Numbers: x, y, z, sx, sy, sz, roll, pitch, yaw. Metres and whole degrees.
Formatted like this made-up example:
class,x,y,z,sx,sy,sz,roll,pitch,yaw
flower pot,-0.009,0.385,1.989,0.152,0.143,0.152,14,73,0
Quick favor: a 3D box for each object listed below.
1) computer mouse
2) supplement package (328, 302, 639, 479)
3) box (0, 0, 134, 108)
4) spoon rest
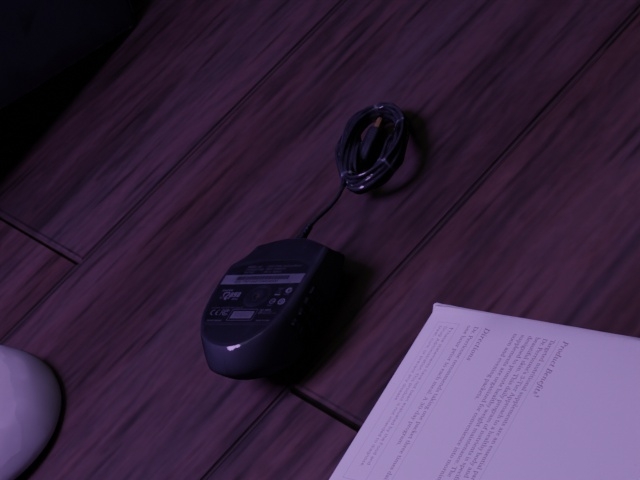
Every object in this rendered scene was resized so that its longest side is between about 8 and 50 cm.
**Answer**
class,x,y,z,sx,sy,sz,roll,pitch,yaw
computer mouse,0.000,0.000,1.010,0.071,0.041,0.242,0,42,38
supplement package,0.110,0.155,0.659,0.203,0.149,0.194,8,55,42
box,-0.500,-0.201,1.284,0.472,0.297,0.480,6,35,42
spoon rest,-0.295,0.148,1.043,0.276,0.084,0.137,-21,38,-5
